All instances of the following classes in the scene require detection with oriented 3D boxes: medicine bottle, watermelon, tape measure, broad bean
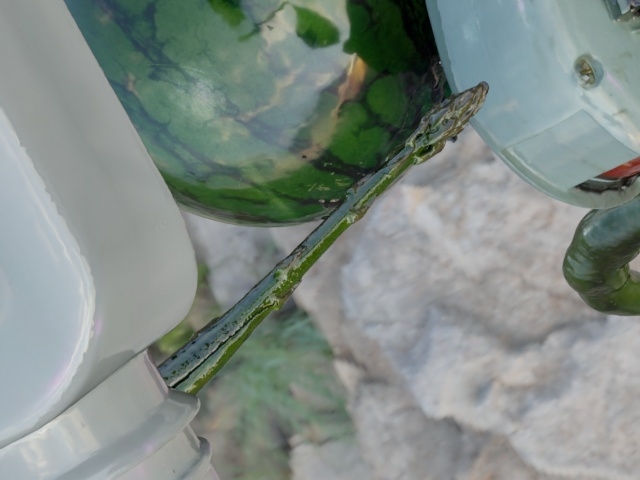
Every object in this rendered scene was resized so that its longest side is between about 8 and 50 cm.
[{"bbox_3d":[-0.155,-0.018,0.639,0.179,0.124,0.324,-24,99,31],"label":"medicine bottle"},{"bbox_3d":[-0.048,-0.178,1.301,0.363,0.363,0.363,12,111,33],"label":"watermelon"},{"bbox_3d":[0.187,-0.140,1.148,0.125,0.246,0.243,-28,82,41],"label":"tape measure"},{"bbox_3d":[0.274,0.007,1.496,0.144,0.292,0.049,-10,67,5],"label":"broad bean"}]

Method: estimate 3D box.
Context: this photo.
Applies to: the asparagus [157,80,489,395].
[{"bbox_3d":[0.000,0.000,0.878,0.022,0.233,0.023,52,167,-29],"label":"asparagus"}]
